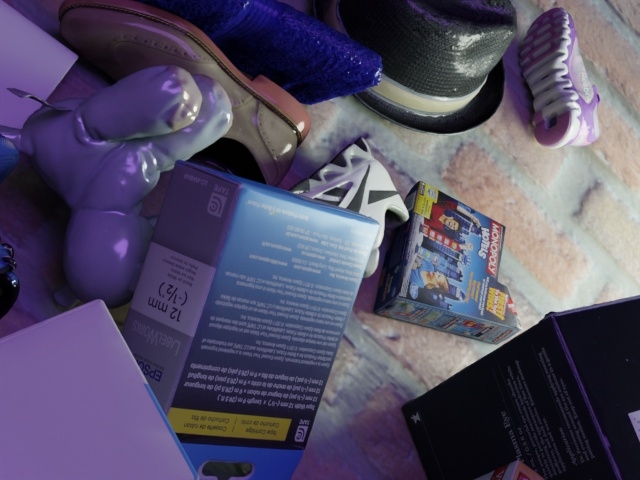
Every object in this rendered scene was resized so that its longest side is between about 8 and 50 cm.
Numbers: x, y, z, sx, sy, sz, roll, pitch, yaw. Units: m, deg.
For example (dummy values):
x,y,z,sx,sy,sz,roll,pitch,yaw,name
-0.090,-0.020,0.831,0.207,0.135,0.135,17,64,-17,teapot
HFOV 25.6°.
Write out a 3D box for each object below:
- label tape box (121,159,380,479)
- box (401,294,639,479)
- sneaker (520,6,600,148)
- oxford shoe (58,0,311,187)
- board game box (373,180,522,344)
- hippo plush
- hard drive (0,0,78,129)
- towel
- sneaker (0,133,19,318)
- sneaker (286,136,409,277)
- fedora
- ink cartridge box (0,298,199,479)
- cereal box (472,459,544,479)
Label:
x,y,z,sx,sy,sz,roll,pitch,yaw,name
-0.095,0.109,1.542,0.249,0.115,0.347,14,97,-51,label tape box
0.300,0.283,1.656,0.179,0.312,0.343,-8,71,-36,box
0.375,-0.240,2.142,0.105,0.095,0.236,13,63,-35,sneaker
-0.175,-0.179,1.728,0.348,0.123,0.130,28,60,-15,oxford shoe
0.181,0.048,1.872,0.194,0.060,0.194,28,53,-19,board game box
-0.208,-0.050,1.558,0.294,0.234,0.236,-2,77,-54,hippo plush
-0.463,-0.236,1.620,0.319,0.040,0.210,36,51,-11,hard drive
-0.091,-0.260,1.776,0.308,0.228,0.076,24,86,-20,towel
-0.359,0.018,1.367,0.147,0.130,0.330,27,42,-10,sneaker
0.000,0.000,1.739,0.146,0.122,0.330,50,50,2,sneaker
0.158,-0.309,1.991,0.334,0.152,0.334,15,58,-26,fedora
-0.288,0.219,1.336,0.197,0.270,0.198,-23,79,-38,ink cartridge box
0.138,0.353,1.559,0.047,0.240,0.173,37,50,-11,cereal box
